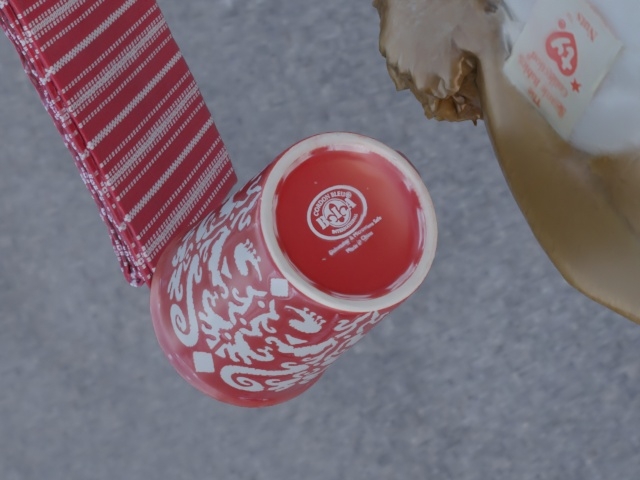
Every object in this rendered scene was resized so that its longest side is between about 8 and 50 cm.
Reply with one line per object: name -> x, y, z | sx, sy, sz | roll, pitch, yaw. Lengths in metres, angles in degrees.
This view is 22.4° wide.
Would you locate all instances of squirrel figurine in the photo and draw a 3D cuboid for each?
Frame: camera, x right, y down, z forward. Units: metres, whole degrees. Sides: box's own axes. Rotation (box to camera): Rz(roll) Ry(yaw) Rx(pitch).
squirrel figurine -> 0.243, -0.139, 0.889 | 0.397, 0.370, 0.281 | 17, 117, 52

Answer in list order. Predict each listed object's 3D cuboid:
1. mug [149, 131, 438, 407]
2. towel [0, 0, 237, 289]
mug -> -0.009, -0.002, 0.841 | 0.113, 0.150, 0.169 | 23, 157, -12
towel -> -0.154, -0.121, 1.204 | 0.031, 0.199, 0.275 | -15, 112, 25
